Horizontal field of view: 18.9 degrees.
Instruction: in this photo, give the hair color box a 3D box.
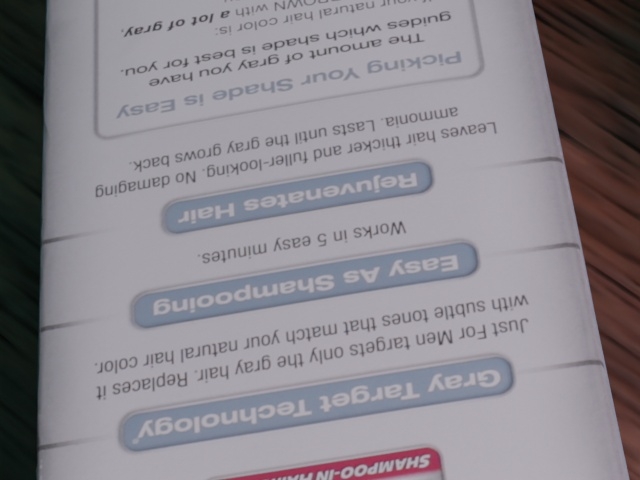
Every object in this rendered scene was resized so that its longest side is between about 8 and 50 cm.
[{"bbox_3d":[0.000,0.000,0.713,0.185,0.113,0.374,-9,51,5],"label":"hair color box"}]
